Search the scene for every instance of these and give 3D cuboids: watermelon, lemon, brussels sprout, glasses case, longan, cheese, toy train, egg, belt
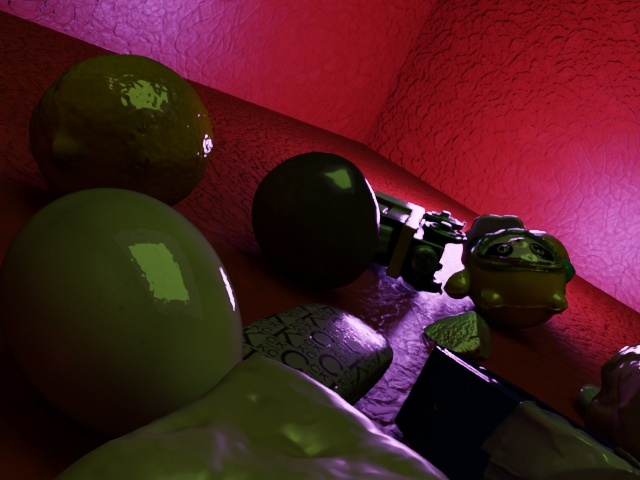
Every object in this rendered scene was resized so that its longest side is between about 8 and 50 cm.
[{"bbox_3d":[0.275,0.181,1.264,0.180,0.081,0.094,2,54,-49],"label":"watermelon"},{"bbox_3d":[-0.288,-0.151,1.007,0.267,0.267,0.267,25,14,-7],"label":"lemon"},{"bbox_3d":[0.521,0.278,0.985,0.316,0.243,0.273,42,26,-24],"label":"brussels sprout"},{"bbox_3d":[-0.015,0.143,0.787,0.137,0.085,0.355,33,16,18],"label":"glasses case"},{"bbox_3d":[-0.011,-0.037,1.187,0.215,0.246,0.246,6,21,-20],"label":"longan"},{"bbox_3d":[-0.032,0.197,0.392,0.248,0.173,0.251,25,11,28],"label":"cheese"},{"bbox_3d":[0.193,-0.008,1.573,0.253,0.160,0.397,22,13,7],"label":"toy train"},{"bbox_3d":[-0.166,0.063,0.586,0.254,0.188,0.188,42,20,31],"label":"egg"},{"bbox_3d":[0.227,0.230,0.730,0.212,0.117,0.347,30,0,-36],"label":"belt"}]

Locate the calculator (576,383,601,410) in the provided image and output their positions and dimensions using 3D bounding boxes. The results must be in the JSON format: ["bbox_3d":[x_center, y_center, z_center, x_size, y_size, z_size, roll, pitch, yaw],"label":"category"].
[{"bbox_3d":[0.583,0.344,1.247,0.246,0.045,0.141,27,15,-4],"label":"calculator"}]

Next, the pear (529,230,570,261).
[{"bbox_3d":[0.573,0.070,1.871,0.209,0.209,0.209,25,14,-7],"label":"pear"}]

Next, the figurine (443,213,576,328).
[{"bbox_3d":[0.446,0.083,1.603,0.324,0.231,0.340,3,23,5],"label":"figurine"}]
